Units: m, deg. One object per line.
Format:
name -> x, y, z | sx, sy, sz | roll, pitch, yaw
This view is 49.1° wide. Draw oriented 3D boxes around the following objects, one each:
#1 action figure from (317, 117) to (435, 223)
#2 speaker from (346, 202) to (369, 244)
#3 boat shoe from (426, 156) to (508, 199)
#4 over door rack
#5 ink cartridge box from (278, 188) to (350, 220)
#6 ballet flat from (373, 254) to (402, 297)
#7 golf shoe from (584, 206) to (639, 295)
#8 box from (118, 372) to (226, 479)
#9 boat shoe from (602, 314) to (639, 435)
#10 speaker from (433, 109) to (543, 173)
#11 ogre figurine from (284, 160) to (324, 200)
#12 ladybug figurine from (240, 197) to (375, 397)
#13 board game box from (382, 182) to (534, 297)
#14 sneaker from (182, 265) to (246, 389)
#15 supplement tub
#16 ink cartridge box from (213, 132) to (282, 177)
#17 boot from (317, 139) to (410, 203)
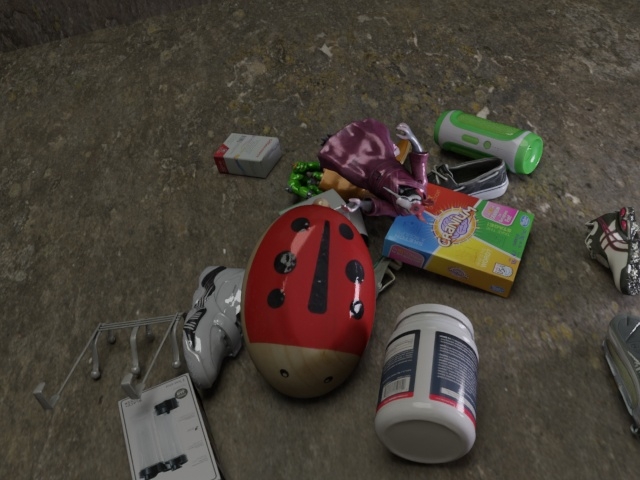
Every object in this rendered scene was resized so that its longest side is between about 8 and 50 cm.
action figure -> 0.156, -0.142, 1.741 | 0.248, 0.276, 0.370 | -41, 53, 1
speaker -> 0.093, -0.040, 1.891 | 0.055, 0.055, 0.136 | -14, 42, 0
boat shoe -> 0.341, -0.159, 1.907 | 0.335, 0.119, 0.121 | -15, 41, -2
over door rack -> -0.455, 0.283, 1.597 | 0.239, 0.108, 0.324 | -10, 20, 16
ink cartridge box -> 0.000, 0.000, 1.753 | 0.154, 0.212, 0.093 | -24, 39, -11
ballet flat -> 0.166, 0.067, 1.757 | 0.068, 0.072, 0.213 | 34, 56, 8
golf shoe -> 0.684, 0.035, 1.634 | 0.120, 0.105, 0.273 | -11, 33, 27
box -> -0.306, 0.432, 1.448 | 0.169, 0.087, 0.290 | -22, 41, -10
boat shoe -> 0.635, 0.293, 1.355 | 0.118, 0.103, 0.320 | -3, 46, -8
speaker -> 0.476, -0.284, 2.007 | 0.296, 0.131, 0.131 | 26, 54, 36
ogre figurine -> -0.035, -0.175, 2.054 | 0.118, 0.097, 0.197 | 12, 60, 2
ladybug figurine -> -0.018, 0.114, 1.532 | 0.305, 0.162, 0.449 | 5, 74, -10
board game box -> 0.342, -0.013, 1.735 | 0.316, 0.064, 0.242 | 18, 49, 14
sneaker -> -0.194, 0.183, 1.655 | 0.210, 0.137, 0.366 | -9, 38, 9
supplement tub -> 0.216, 0.282, 1.396 | 0.191, 0.191, 0.272 | 0, 43, 15
ink cartridge box -> -0.228, -0.269, 2.218 | 0.175, 0.072, 0.127 | 10, 46, 25
boot -> 0.126, -0.225, 2.009 | 0.211, 0.104, 0.295 | 24, 57, 5
